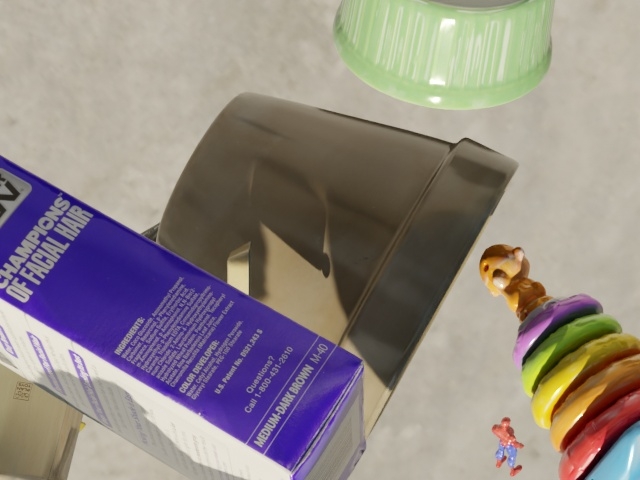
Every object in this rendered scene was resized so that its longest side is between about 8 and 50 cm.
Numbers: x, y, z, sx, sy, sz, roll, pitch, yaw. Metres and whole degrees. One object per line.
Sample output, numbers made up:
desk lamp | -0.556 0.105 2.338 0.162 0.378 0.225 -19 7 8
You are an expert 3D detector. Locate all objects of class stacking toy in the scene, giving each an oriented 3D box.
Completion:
stacking toy | 0.250 0.119 1.509 0.166 0.302 0.175 -10 142 -38

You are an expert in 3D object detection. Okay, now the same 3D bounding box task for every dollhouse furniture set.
dollhouse furniture set | -0.041 0.066 1.317 0.081 0.091 0.114 1 108 2
dollhouse furniture set | -0.237 0.214 1.718 0.303 0.286 0.198 59 41 -66

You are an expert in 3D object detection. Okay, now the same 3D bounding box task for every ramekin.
ramekin | 0.173 -0.325 2.044 0.303 0.303 0.148 -19 139 -25

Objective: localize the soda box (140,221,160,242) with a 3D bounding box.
soda box | -0.173 -0.009 2.064 0.169 0.053 0.060 -30 128 10

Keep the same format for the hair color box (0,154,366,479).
hair color box | -0.132 0.083 1.162 0.110 0.339 0.185 -57 164 -22

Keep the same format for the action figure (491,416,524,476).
action figure | 0.227 0.246 1.852 0.030 0.038 0.115 -44 150 -18

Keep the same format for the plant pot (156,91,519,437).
plant pot | 0.000 0.000 1.524 0.323 0.280 0.323 -61 174 -10
